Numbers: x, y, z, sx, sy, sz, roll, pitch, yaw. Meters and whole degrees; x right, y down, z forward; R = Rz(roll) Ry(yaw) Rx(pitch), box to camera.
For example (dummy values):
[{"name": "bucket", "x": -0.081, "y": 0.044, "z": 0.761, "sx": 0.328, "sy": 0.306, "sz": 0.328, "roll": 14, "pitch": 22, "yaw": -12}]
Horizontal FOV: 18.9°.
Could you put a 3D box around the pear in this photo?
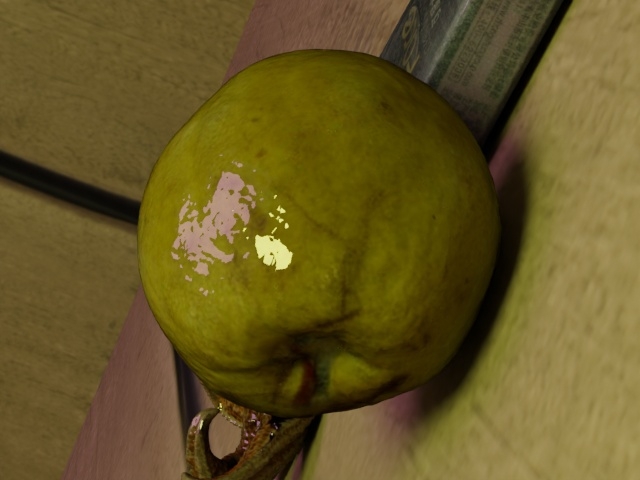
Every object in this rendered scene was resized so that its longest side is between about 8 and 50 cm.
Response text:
[{"name": "pear", "x": 0.000, "y": 0.000, "z": 0.784, "sx": 0.162, "sy": 0.148, "sz": 0.149, "roll": -83, "pitch": 17, "yaw": -56}]

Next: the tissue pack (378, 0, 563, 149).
[{"name": "tissue pack", "x": 0.067, "y": -0.093, "z": 0.902, "sx": 0.112, "sy": 0.051, "sz": 0.156, "roll": -86, "pitch": 20, "yaw": -59}]

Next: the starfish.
[{"name": "starfish", "x": -0.033, "y": 0.070, "z": 1.036, "sx": 0.190, "sy": 0.074, "sz": 0.146, "roll": -85, "pitch": 18, "yaw": -62}]
